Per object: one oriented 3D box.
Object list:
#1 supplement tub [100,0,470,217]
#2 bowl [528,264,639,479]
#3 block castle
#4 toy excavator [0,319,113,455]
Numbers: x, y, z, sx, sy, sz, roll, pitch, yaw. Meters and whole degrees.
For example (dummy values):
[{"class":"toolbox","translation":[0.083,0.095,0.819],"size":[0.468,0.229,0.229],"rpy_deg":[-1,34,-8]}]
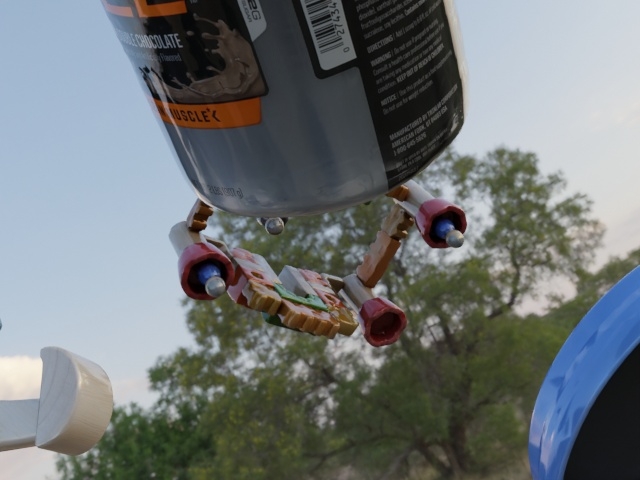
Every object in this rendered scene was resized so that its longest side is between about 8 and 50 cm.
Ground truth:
[{"class":"supplement tub","translation":[-0.041,-0.197,0.432],"size":[0.207,0.207,0.338],"rpy_deg":[-24,-56,-6]},{"class":"bowl","translation":[0.376,0.159,0.713],"size":[0.390,0.077,0.391],"rpy_deg":[-7,-63,-14]},{"class":"block castle","translation":[0.000,0.000,1.268],"size":[0.453,0.213,0.303],"rpy_deg":[19,-72,-33]},{"class":"toy excavator","translation":[-0.537,0.187,1.072],"size":[0.432,0.445,0.222],"rpy_deg":[-35,-29,3]}]
